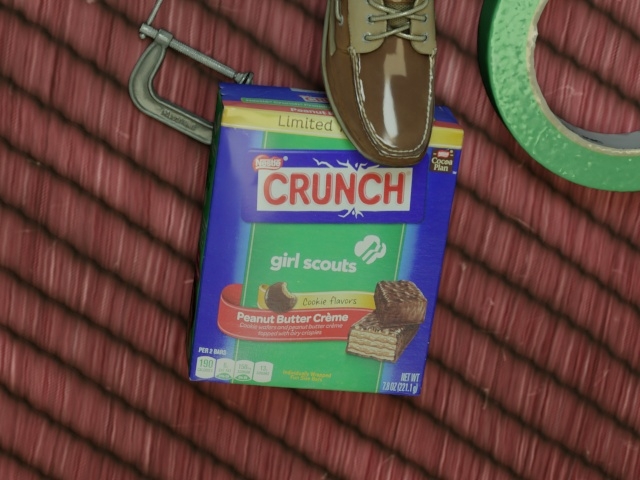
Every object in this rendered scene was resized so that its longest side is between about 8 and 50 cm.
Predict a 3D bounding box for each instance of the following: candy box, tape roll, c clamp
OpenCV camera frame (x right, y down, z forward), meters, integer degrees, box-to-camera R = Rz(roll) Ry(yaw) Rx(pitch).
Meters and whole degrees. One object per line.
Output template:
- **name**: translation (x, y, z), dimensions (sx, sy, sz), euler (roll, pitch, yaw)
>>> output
- **candy box**: translation (0.000, 0.000, 1.836), dimensions (0.268, 0.122, 0.317), euler (5, 107, -11)
- **tape roll**: translation (0.336, -0.216, 1.828), dimensions (0.321, 0.077, 0.321), euler (-2, 108, -5)
- **c clamp**: translation (-0.138, -0.183, 1.827), dimensions (0.161, 0.022, 0.137), euler (32, 102, -13)

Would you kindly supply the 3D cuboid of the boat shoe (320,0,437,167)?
- **boat shoe**: translation (0.063, -0.237, 1.714), dimensions (0.123, 0.116, 0.324), euler (-6, 80, -12)
